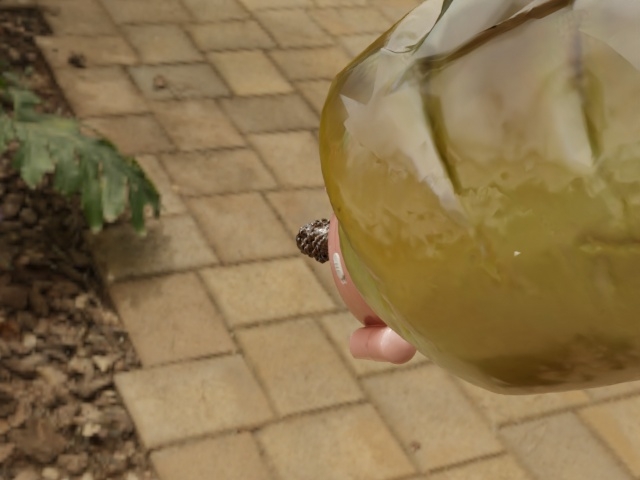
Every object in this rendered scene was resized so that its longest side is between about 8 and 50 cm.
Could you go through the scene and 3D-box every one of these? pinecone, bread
[{"bbox_3d":[0.000,0.000,1.791,0.077,0.077,0.083,-10,4,-30],"label":"pinecone"},{"bbox_3d":[0.137,-0.073,0.612,0.210,0.341,0.300,40,55,-28],"label":"bread"}]

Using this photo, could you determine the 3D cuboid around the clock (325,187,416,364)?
[{"bbox_3d":[0.112,0.001,1.268,0.227,0.241,0.142,-18,5,-23],"label":"clock"}]
